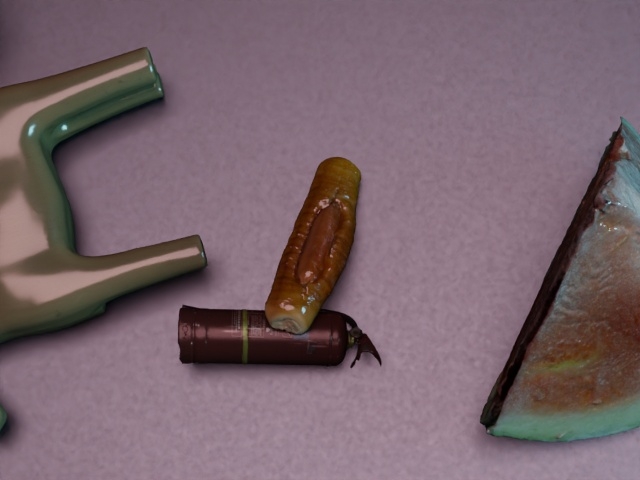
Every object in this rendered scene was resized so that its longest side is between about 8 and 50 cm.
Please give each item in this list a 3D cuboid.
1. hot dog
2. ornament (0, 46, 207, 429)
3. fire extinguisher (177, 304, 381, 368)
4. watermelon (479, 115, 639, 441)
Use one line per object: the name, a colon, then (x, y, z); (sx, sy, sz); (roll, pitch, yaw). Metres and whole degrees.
hot dog: (0.000, 0.000, 0.867); (0.044, 0.028, 0.137); (19, 56, 5)
ornament: (-0.201, 0.009, 0.880); (0.245, 0.061, 0.230); (-18, 77, -2)
fire extinguisher: (-0.027, 0.064, 0.862); (0.132, 0.039, 0.056); (1, 36, -4)
watermelon: (0.161, 0.023, 0.812); (0.207, 0.202, 0.136); (-37, 37, -8)
